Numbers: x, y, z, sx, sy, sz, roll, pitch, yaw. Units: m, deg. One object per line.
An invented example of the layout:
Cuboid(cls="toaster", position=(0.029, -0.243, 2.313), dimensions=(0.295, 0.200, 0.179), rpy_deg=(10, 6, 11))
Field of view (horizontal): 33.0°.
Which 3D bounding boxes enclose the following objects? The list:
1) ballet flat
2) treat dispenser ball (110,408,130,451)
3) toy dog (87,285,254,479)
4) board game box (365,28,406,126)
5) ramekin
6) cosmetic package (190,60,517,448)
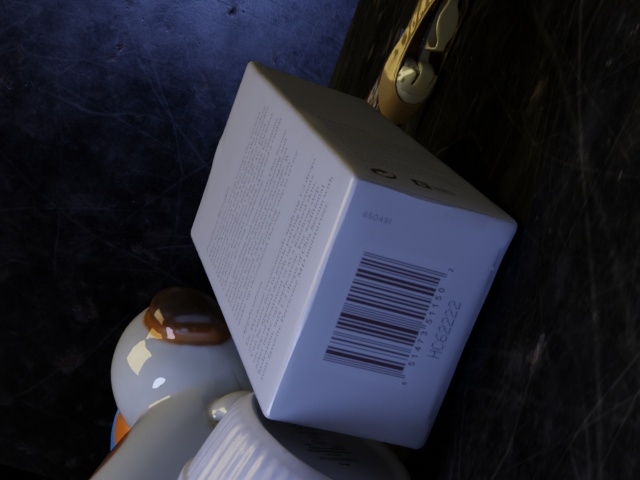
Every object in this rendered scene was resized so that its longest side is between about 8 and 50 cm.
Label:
Cuboid(cls="ballet flat", position=(0.142, -0.260, 1.498), dimensions=(0.073, 0.080, 0.232), rpy_deg=(-117, 42, -60))
Cuboid(cls="treat dispenser ball", position=(-0.193, 0.324, 1.748), dimensions=(0.288, 0.288, 0.288), rpy_deg=(-162, 90, -84))
Cuboid(cls="toy dog", position=(-0.159, 0.264, 1.267), dimensions=(0.285, 0.395, 0.408), rpy_deg=(102, 172, -54))
Cuboid(cls="board game box", position=(0.104, -0.219, 1.836), dimensions=(0.243, 0.042, 0.165), rpy_deg=(119, 168, -58))
Cuboid(cls="ramekin", position=(-0.015, 0.221, 0.956), dimensions=(0.109, 0.207, 0.207), rpy_deg=(-61, 8, 11))
Cuboid(cls="cosmetic package", position=(0.004, -0.010, 1.099), dimensions=(0.453, 0.161, 0.230), rpy_deg=(-125, 53, -64))
